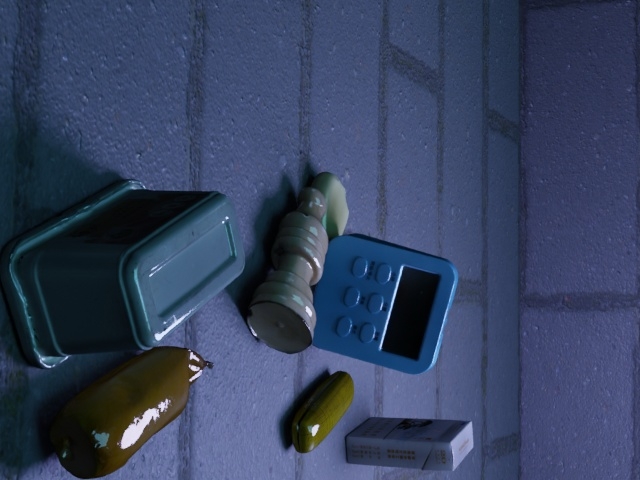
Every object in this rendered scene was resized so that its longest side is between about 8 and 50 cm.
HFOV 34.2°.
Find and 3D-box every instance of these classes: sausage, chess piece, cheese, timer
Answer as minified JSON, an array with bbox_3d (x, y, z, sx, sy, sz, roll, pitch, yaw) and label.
[{"bbox_3d":[-0.246,0.218,1.434,0.328,0.112,0.112,-34,119,-62],"label":"sausage"},{"bbox_3d":[-0.039,0.037,1.882,0.138,0.124,0.307,34,49,-22],"label":"chess piece"},{"bbox_3d":[0.000,0.000,2.023,0.127,0.050,0.256,52,46,-55],"label":"cheese"},{"bbox_3d":[0.118,0.120,1.978,0.091,0.249,0.232,-3,107,-74],"label":"timer"}]

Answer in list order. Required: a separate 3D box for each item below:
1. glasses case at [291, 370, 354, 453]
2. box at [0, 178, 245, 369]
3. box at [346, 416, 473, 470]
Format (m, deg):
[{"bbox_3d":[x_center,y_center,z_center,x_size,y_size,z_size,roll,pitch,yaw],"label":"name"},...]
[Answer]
[{"bbox_3d":[0.007,0.325,2.004,0.234,0.064,0.079,-40,132,-59],"label":"glasses case"},{"bbox_3d":[-0.239,0.035,1.367,0.312,0.182,0.175,-43,127,-58],"label":"box"},{"bbox_3d":[0.189,0.422,2.180,0.149,0.233,0.067,-24,109,-63],"label":"box"}]
